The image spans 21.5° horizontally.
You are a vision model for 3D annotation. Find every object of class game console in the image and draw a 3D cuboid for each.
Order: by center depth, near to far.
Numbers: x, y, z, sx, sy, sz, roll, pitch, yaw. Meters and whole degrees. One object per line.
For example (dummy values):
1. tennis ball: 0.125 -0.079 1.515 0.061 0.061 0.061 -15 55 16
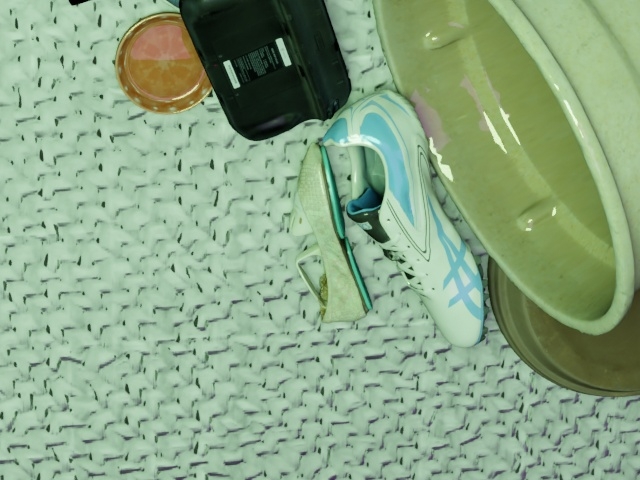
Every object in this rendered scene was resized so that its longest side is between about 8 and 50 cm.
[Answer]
1. game console: -0.071 -0.185 1.236 0.213 0.044 0.361 -16 147 4

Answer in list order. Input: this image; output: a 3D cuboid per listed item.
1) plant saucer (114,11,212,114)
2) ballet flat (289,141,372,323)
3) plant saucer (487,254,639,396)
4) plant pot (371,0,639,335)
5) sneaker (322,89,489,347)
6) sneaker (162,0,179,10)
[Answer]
1. plant saucer: -0.122 -0.142 1.344 0.083 0.013 0.083 -5 113 -11
2. ballet flat: 0.000 0.000 1.410 0.052 0.057 0.168 -15 115 4
3. plant saucer: 0.285 0.020 1.491 0.278 0.041 0.278 -5 113 -11
4. plant pot: 0.254 -0.146 1.285 0.305 0.334 0.334 -29 116 -13
5. sneaker: 0.071 -0.008 1.401 0.086 0.085 0.237 -31 110 -16
6. sneaker: -0.121 -0.290 1.190 0.131 0.148 0.350 -25 126 -1
